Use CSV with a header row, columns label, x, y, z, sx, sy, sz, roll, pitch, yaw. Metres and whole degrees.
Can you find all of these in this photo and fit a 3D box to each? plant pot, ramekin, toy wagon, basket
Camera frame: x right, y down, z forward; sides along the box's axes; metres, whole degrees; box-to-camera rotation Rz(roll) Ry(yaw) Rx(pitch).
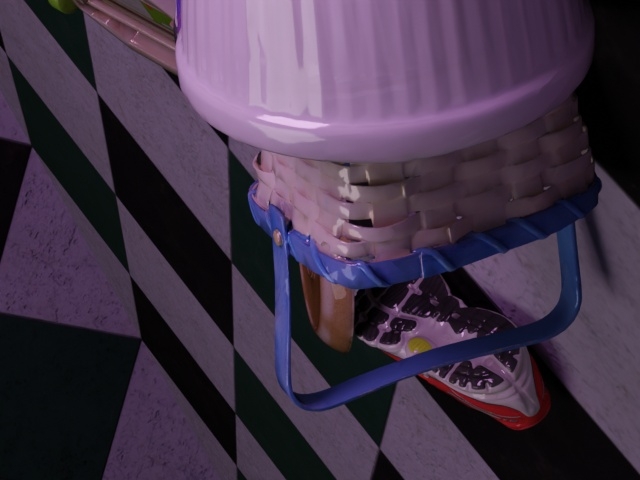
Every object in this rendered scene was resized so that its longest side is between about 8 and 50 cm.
label,x,y,z,sx,sy,sz,roll,pitch,yaw
plant pot,0.000,0.000,1.564,0.236,0.032,0.236,174,90,-83
ramekin,0.035,-0.171,0.957,0.273,0.273,0.127,38,145,46
toy wagon,-0.206,-0.267,1.588,0.267,0.068,0.344,30,169,22
basket,0.080,-0.028,1.117,0.201,0.255,0.289,36,137,57

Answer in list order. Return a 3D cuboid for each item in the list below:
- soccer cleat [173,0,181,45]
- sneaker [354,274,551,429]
label,x,y,z,sx,sy,sz,roll,pitch,yaw
soccer cleat,-0.079,-0.228,1.427,0.116,0.109,0.318,38,153,42
sneaker,0.124,0.109,1.506,0.118,0.107,0.279,50,174,-35
